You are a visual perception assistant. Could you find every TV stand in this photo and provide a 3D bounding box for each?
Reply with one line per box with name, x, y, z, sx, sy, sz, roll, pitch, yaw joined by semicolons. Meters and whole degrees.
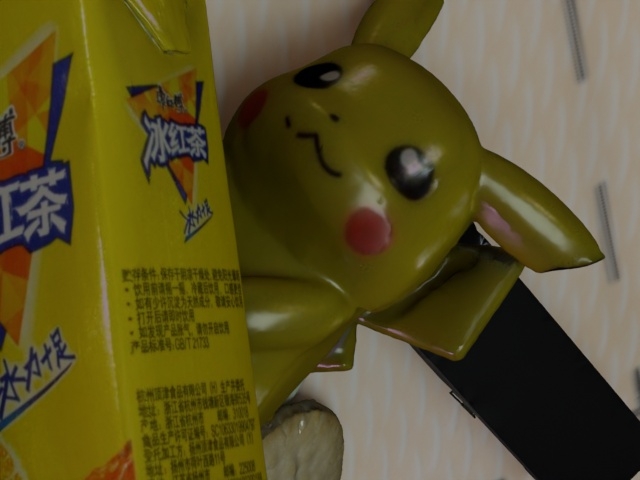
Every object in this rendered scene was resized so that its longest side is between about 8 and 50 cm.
TV stand;0.131;0.086;0.952;0.088;0.083;0.269;-44;121;0

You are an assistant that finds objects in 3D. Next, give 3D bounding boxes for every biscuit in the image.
biscuit;-0.030;0.177;0.918;0.152;0.020;0.152;-34;137;-39

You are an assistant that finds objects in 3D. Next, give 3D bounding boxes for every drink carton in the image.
drink carton;-0.123;0.044;0.677;0.111;0.154;0.351;4;76;-59

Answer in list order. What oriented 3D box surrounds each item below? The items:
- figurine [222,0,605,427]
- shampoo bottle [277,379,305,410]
figurine;-0.006;0.005;0.792;0.327;0.218;0.169;-41;161;7
shampoo bottle;-0.040;0.108;0.912;0.049;0.034;0.141;24;99;-27
